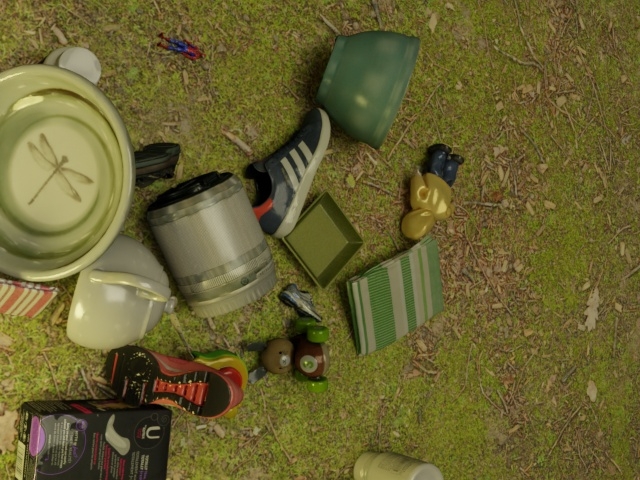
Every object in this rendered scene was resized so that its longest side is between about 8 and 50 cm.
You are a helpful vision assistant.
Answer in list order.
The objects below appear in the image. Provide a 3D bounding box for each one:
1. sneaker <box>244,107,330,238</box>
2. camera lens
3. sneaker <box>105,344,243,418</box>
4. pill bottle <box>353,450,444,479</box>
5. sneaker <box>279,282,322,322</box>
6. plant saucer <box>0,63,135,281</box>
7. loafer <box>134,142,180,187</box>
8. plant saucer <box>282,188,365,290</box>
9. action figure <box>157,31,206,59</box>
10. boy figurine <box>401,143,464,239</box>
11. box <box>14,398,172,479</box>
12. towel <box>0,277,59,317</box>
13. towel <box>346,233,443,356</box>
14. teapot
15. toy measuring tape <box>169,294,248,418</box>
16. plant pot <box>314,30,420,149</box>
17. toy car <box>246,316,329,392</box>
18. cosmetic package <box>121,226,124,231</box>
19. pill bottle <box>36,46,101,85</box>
[{"bbox_3d":[-0.090,-0.187,1.804,0.148,0.131,0.350,26,68,-19],"label":"sneaker"},{"bbox_3d":[-0.235,0.002,1.637,0.219,0.219,0.274,-31,105,-31],"label":"camera lens"},{"bbox_3d":[-0.306,0.302,1.583,0.136,0.313,0.116,29,76,-71],"label":"sneaker"},{"bbox_3d":[0.192,0.609,1.911,0.131,0.229,0.131,1,88,-35],"label":"pill bottle"},{"bbox_3d":[-0.037,0.155,1.874,0.135,0.052,0.058,43,60,-28],"label":"sneaker"},{"bbox_3d":[-0.515,-0.125,1.421,0.100,0.400,0.401,-8,94,-75],"label":"plant saucer"},{"bbox_3d":[-0.353,-0.146,1.566,0.267,0.096,0.084,-57,150,-71],"label":"loafer"},{"bbox_3d":[0.000,0.000,1.905,0.188,0.045,0.188,-48,113,-26],"label":"plant saucer"},{"bbox_3d":[-0.313,-0.438,1.713,0.115,0.030,0.038,14,76,-36],"label":"action figure"},{"bbox_3d":[0.313,-0.122,2.097,0.177,0.092,0.285,31,73,-28],"label":"boy figurine"},{"bbox_3d":[-0.457,0.413,1.520,0.270,0.143,0.165,7,87,-35],"label":"box"},{"bbox_3d":[-0.612,0.100,1.426,0.197,0.144,0.029,14,60,-34],"label":"towel"},{"bbox_3d":[0.208,0.149,2.024,0.325,0.038,0.248,-27,119,-34],"label":"towel"},{"bbox_3d":[-0.383,0.110,1.498,0.187,0.256,0.253,16,117,-10],"label":"teapot"},{"bbox_3d":[-0.242,0.250,1.681,0.121,0.121,0.330,-30,110,-31],"label":"toy measuring tape"},{"bbox_3d":[0.102,-0.397,1.869,0.196,0.293,0.293,20,76,-5],"label":"plant pot"},{"bbox_3d":[-0.085,0.280,1.793,0.188,0.149,0.155,-4,102,-23],"label":"toy car"},{"bbox_3d":[-0.478,-0.133,1.547,0.127,0.107,0.238,2,85,-35],"label":"cosmetic package"},{"bbox_3d":[-0.502,-0.323,1.485,0.108,0.180,0.108,1,88,-34],"label":"pill bottle"}]
